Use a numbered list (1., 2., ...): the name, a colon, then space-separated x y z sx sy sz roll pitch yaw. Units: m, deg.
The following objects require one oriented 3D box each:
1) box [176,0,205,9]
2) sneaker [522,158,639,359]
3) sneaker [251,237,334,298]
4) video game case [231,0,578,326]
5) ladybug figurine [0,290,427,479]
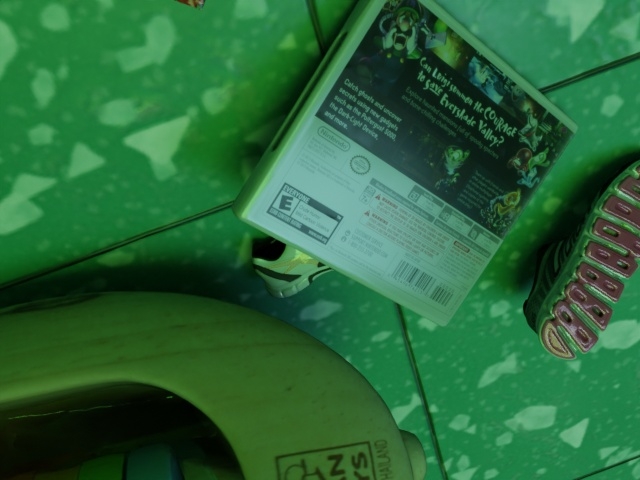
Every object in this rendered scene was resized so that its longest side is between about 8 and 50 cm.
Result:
1. box: -0.080 -0.195 0.370 0.094 0.027 0.137 13 121 -25
2. sneaker: 0.210 0.008 0.589 0.063 0.075 0.170 29 91 -13
3. sneaker: 0.000 0.000 0.531 0.109 0.040 0.044 -31 126 7
4. video game case: 0.063 -0.050 0.496 0.190 0.022 0.173 29 97 -31
5. ladybug figurine: -0.151 0.194 0.502 0.449 0.305 0.162 -8 166 -3
